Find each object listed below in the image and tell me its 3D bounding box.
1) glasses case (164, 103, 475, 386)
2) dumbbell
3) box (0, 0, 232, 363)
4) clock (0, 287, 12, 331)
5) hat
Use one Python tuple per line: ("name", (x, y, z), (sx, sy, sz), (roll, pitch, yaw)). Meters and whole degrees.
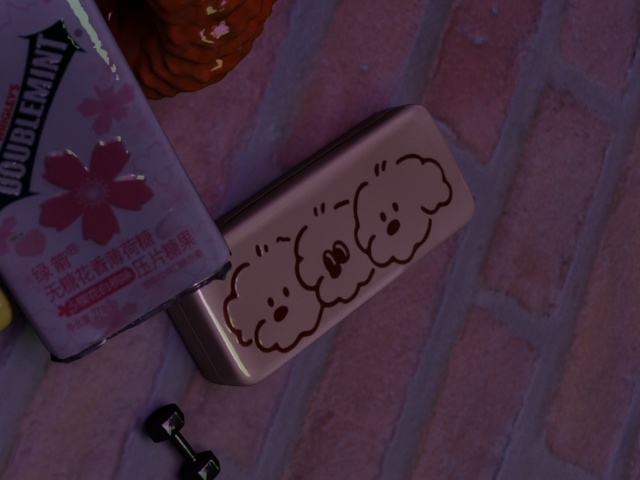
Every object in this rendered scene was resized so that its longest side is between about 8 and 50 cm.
("glasses case", (0.000, 0.000, 1.599), (0.336, 0.076, 0.144), (-37, 106, -30))
("dumbbell", (-0.129, 0.194, 1.524), (0.036, 0.040, 0.083), (-34, 107, 3))
("box", (-0.225, -0.078, 1.343), (0.190, 0.112, 0.369), (-30, 125, -4))
("clock", (-0.356, 0.013, 1.326), (0.096, 0.143, 0.202), (-39, 107, -31))
("hat", (-0.126, -0.323, 1.482), (0.285, 0.285, 0.400), (55, 40, -17))
